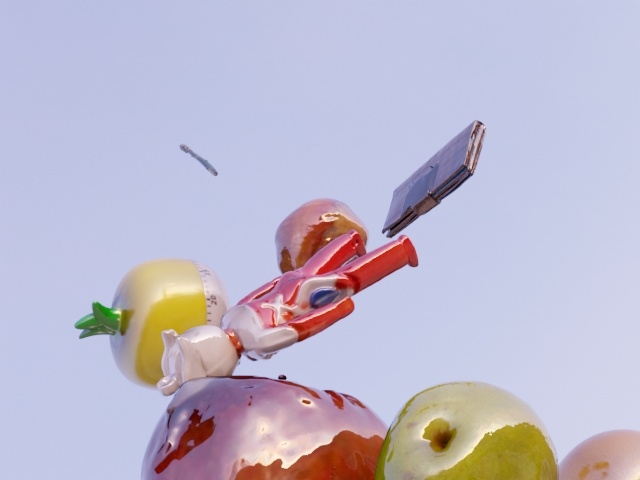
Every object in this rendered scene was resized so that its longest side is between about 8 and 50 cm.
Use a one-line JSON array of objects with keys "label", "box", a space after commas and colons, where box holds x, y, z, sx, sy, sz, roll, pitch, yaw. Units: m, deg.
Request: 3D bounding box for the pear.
[{"label": "pear", "box": [0.141, 0.235, 0.795, 0.166, 0.180, 0.216, -8, -44, 15]}]

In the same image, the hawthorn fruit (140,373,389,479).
[{"label": "hawthorn fruit", "box": [-0.062, 0.310, 0.965, 0.325, 0.308, 0.308, -61, -38, -11]}]

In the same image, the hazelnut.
[{"label": "hazelnut", "box": [0.000, 0.000, 1.556, 0.182, 0.182, 0.182, -23, -43, -24]}]

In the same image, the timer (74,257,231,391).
[{"label": "timer", "box": [-0.332, 0.158, 1.621, 0.285, 0.285, 0.285, -23, -43, -24]}]

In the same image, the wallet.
[{"label": "wallet", "box": [0.186, -0.099, 1.417, 0.042, 0.124, 0.230, 36, -43, -14]}]

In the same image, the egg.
[{"label": "egg", "box": [0.504, 0.480, 1.450, 0.250, 0.250, 0.323, 30, -89, -50]}]

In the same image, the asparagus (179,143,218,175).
[{"label": "asparagus", "box": [-0.201, -0.134, 1.385, 0.013, 0.166, 0.016, 31, -85, -36]}]

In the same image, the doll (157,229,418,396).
[{"label": "doll", "box": [-0.052, 0.095, 1.135, 0.384, 0.188, 0.099, -28, -72, -25]}]
